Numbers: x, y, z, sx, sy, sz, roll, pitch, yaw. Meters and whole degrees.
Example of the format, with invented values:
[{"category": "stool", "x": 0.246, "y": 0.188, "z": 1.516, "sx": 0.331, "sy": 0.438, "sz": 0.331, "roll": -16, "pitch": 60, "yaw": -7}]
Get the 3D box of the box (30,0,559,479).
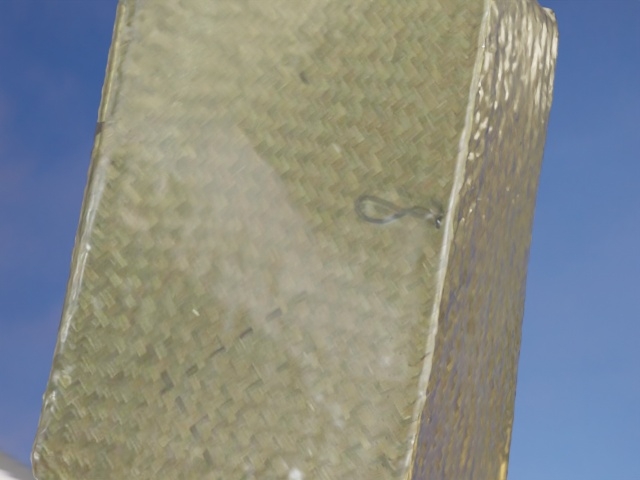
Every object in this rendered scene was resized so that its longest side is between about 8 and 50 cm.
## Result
[{"category": "box", "x": -0.001, "y": -0.001, "z": 0.688, "sx": 0.184, "sy": 0.273, "sz": 0.143, "roll": 5, "pitch": -8, "yaw": 25}]
